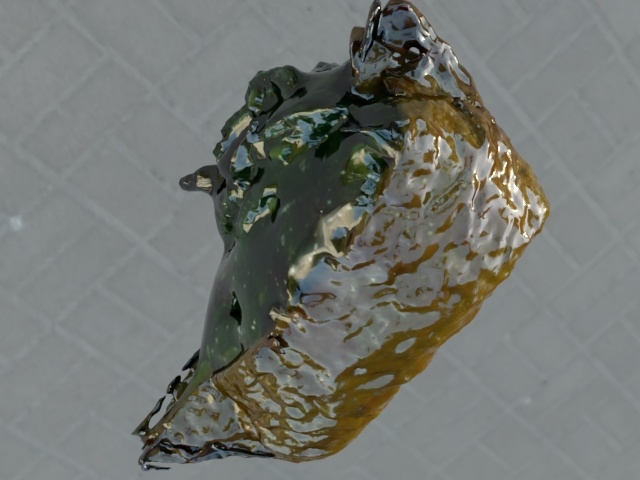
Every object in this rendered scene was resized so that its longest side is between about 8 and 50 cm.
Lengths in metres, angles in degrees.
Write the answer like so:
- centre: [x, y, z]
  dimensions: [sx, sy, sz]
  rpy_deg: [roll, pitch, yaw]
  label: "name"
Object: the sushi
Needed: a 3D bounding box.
- centre: [0.001, 0.001, 0.663]
  dimensions: [0.140, 0.149, 0.287]
  rpy_deg: [23, 133, -19]
  label: "sushi"
